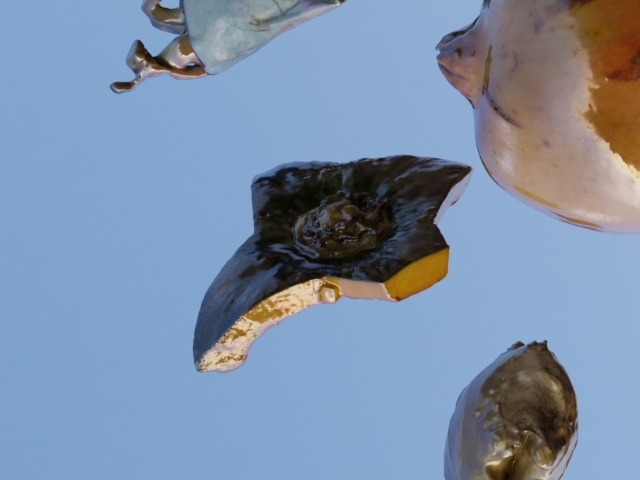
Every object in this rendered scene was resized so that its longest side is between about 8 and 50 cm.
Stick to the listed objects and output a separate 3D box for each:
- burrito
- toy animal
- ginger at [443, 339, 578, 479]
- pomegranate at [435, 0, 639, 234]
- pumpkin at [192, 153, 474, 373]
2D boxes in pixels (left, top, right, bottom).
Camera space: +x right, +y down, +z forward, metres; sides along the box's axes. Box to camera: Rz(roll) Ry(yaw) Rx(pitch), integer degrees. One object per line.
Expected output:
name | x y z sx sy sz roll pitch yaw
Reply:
burrito | -0.043 -0.270 1.925 0.089 0.229 0.144 -1 -103 -54
toy animal | -0.105 -0.283 2.132 0.157 0.312 0.097 22 -151 -19
ginger | 0.211 0.262 1.999 0.375 0.166 0.236 67 -165 -55
pomegranate | 0.182 -0.106 1.125 0.209 0.209 0.209 37 -142 -37
pumpkin | 0.016 0.008 1.917 0.290 0.258 0.095 -74 -27 -50
